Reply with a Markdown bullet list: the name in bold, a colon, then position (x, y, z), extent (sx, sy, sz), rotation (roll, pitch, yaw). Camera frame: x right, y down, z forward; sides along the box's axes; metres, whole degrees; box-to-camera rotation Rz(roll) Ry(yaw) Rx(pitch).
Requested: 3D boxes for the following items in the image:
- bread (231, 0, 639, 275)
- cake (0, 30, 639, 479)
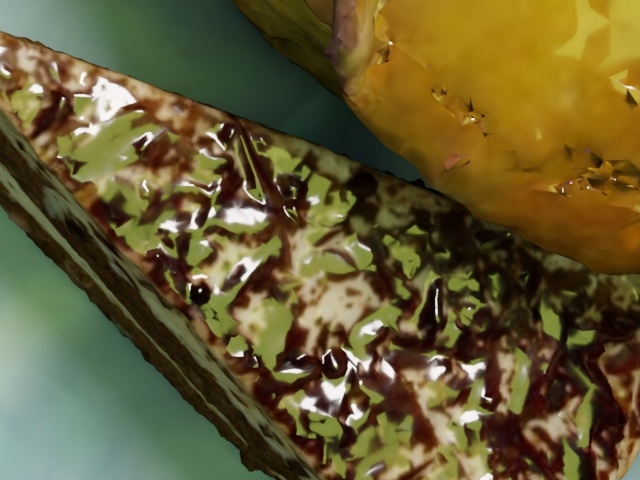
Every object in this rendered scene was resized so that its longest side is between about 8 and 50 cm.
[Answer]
- **bread**: position (0.109, -0.182, 0.412), extent (0.398, 0.215, 0.398), rotation (-1, 94, -17)
- **cake**: position (-0.004, -0.011, 0.438), extent (0.135, 0.112, 0.246), rotation (-45, 103, -15)
